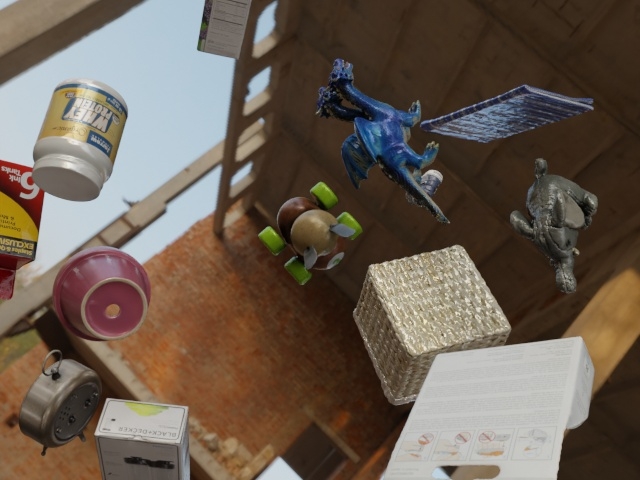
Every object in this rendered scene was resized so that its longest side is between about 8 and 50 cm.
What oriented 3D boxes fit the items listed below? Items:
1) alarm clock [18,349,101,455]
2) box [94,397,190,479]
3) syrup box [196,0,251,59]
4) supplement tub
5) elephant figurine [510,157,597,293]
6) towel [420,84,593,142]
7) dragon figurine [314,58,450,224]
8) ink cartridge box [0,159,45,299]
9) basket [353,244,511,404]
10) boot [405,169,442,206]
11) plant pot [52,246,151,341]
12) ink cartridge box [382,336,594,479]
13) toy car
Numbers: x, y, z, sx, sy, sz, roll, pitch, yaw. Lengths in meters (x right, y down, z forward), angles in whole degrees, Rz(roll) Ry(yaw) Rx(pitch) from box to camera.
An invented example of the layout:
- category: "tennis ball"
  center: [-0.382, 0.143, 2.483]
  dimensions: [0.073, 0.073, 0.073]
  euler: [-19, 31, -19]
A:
- category: "alarm clock"
  center: [-0.394, 0.238, 1.046]
  dimensions: [0.064, 0.129, 0.192]
  euler: [20, -48, 19]
- category: "box"
  center: [-0.355, 0.450, 1.406]
  dimensions: [0.169, 0.087, 0.289]
  euler: [6, -49, -1]
- category: "syrup box"
  center: [-0.190, -0.509, 1.430]
  dimensions: [0.097, 0.093, 0.236]
  euler: [10, -46, -11]
- category: "supplement tub"
  center: [-0.452, -0.188, 1.292]
  dimensions: [0.145, 0.199, 0.144]
  euler: [4, -27, 2]
- category: "elephant figurine"
  center: [0.495, -0.034, 1.458]
  dimensions: [0.186, 0.239, 0.169]
  euler: [24, -55, 18]
- category: "towel"
  center: [0.429, -0.297, 1.617]
  dimensions: [0.336, 0.243, 0.040]
  euler: [-12, -102, 56]
- category: "dragon figurine"
  center: [0.082, -0.128, 0.977]
  dimensions: [0.085, 0.144, 0.289]
  euler: [121, -40, -58]
- category: "ink cartridge box"
  center: [-0.745, -0.038, 1.397]
  dimensions: [0.310, 0.271, 0.130]
  euler: [13, -21, -36]
- category: "basket"
  center: [0.305, 0.235, 1.936]
  dimensions: [0.266, 0.329, 0.331]
  euler: [97, -24, -52]
- category: "boot"
  center: [0.288, -0.133, 2.021]
  dimensions: [0.069, 0.086, 0.190]
  euler: [31, -26, -1]
- category: "plant pot"
  center: [-0.440, 0.122, 1.419]
  dimensions: [0.201, 0.201, 0.180]
  euler: [58, -19, -22]
- category: "ink cartridge box"
  center: [0.311, 0.335, 1.240]
  dimensions: [0.308, 0.385, 0.091]
  euler: [-13, -66, 33]
- category: "toy car"
  center: [0.000, 0.000, 1.200]
  dimensions: [0.149, 0.155, 0.188]
  euler: [50, -4, -18]
